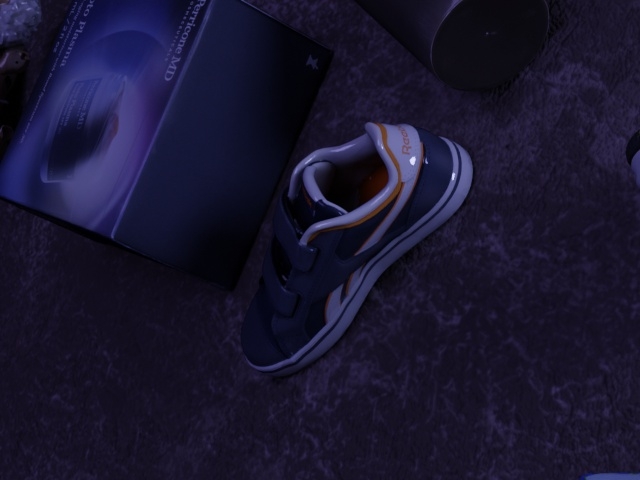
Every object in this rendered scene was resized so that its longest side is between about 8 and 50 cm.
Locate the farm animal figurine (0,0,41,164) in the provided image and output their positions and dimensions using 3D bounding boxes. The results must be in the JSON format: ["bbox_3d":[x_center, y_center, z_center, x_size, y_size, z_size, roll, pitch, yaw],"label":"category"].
[{"bbox_3d":[-0.484,-0.150,2.633,0.330,0.172,0.326,-27,37,49],"label":"farm animal figurine"}]

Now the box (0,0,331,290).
[{"bbox_3d":[-0.184,-0.133,2.233,0.294,0.183,0.296,17,83,52],"label":"box"}]

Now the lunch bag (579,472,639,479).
[{"bbox_3d":[0.268,0.255,1.538,0.129,0.096,0.151,-7,78,46],"label":"lunch bag"}]

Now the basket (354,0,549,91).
[{"bbox_3d":[0.119,-0.261,1.970,0.227,0.154,0.204,60,142,42],"label":"basket"}]

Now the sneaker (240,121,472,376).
[{"bbox_3d":[0.000,0.000,1.980,0.321,0.127,0.126,-48,41,22],"label":"sneaker"}]

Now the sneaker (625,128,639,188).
[{"bbox_3d":[0.427,-0.082,1.533,0.385,0.145,0.147,-24,83,38],"label":"sneaker"}]
